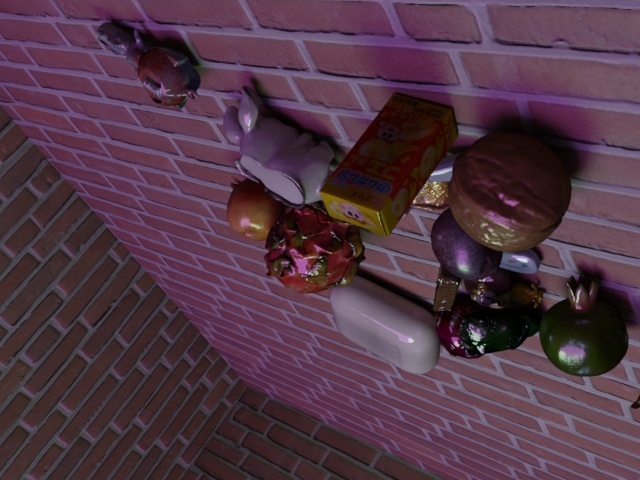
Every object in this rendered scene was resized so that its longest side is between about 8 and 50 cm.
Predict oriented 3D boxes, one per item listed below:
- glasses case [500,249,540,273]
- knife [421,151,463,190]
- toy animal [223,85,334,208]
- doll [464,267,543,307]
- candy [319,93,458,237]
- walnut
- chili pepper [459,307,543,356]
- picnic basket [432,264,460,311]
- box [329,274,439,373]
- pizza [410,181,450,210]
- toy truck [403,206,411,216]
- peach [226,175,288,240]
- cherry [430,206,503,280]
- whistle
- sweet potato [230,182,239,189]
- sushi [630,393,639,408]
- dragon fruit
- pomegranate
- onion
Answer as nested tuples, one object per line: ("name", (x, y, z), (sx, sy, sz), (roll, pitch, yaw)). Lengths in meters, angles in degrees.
("glasses case", (0.402, 0.029, 1.845), (0.178, 0.045, 0.067), (18, 150, 38))
("knife", (0.193, -0.127, 1.717), (0.331, 0.044, 0.080), (-7, 140, 32))
("toy animal", (-0.100, -0.210, 1.966), (0.325, 0.154, 0.208), (44, 150, -7))
("doll", (0.417, 0.106, 1.922), (0.188, 0.096, 0.145), (11, 155, 28))
("candy", (0.133, -0.148, 1.589), (0.146, 0.276, 0.088), (24, 155, 31))
("walnut", (0.338, -0.090, 1.510), (0.228, 0.228, 0.228), (30, 157, 15))
("chili pepper", (0.419, 0.214, 1.943), (0.148, 0.116, 0.264), (-3, 174, 35))
("picnic basket", (0.313, 0.099, 2.037), (0.055, 0.110, 0.193), (10, 153, 5))
("box", (0.190, 0.248, 2.448), (0.349, 0.141, 0.288), (27, 155, 23))
("pizza", (0.186, -0.160, 1.764), (0.188, 0.080, 0.204), (4, 138, 13))
("toy truck", (0.159, -0.103, 1.930), (0.123, 0.052, 0.063), (45, 150, -15))
("peach", (-0.169, -0.084, 2.274), (0.184, 0.184, 0.184), (30, 157, 15))
("cherry", (0.310, -0.002, 1.783), (0.176, 0.140, 0.176), (26, 128, 39))
("whistle", (-0.418, -0.432, 2.030), (0.346, 0.133, 0.142), (36, 168, 22))
("sweet potato", (-0.225, -0.139, 2.429), (0.095, 0.034, 0.034), (36, 159, -25))
("sushi", (0.798, 0.385, 1.969), (0.055, 0.052, 0.120), (31, 164, -29))
("dragon fruit", (0.000, 0.000, 2.130), (0.269, 0.250, 0.291), (25, 134, -17))
("pomegranate", (0.560, 0.177, 1.771), (0.187, 0.187, 0.225), (13, 123, 43))
("onion", (0.358, 0.236, 2.193), (0.173, 0.135, 0.198), (51, 155, -24))
